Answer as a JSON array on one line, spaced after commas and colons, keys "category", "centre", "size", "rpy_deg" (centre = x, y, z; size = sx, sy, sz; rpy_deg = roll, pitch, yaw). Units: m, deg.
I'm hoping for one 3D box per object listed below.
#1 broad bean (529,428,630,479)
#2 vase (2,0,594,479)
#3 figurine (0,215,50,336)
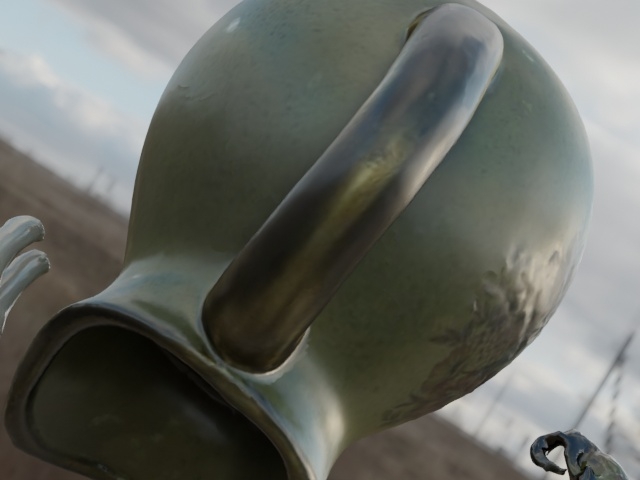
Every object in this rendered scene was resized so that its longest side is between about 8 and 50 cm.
[{"category": "broad bean", "centre": [0.047, 0.132, 0.408], "size": [0.144, 0.049, 0.292], "rpy_deg": [62, 25, 6]}, {"category": "vase", "centre": [0.000, 0.000, 0.934], "size": [0.241, 0.302, 0.329], "rpy_deg": [38, -23, 2]}, {"category": "figurine", "centre": [-0.195, 0.059, 0.871], "size": [0.083, 0.187, 0.083], "rpy_deg": [25, -34, 19]}]
